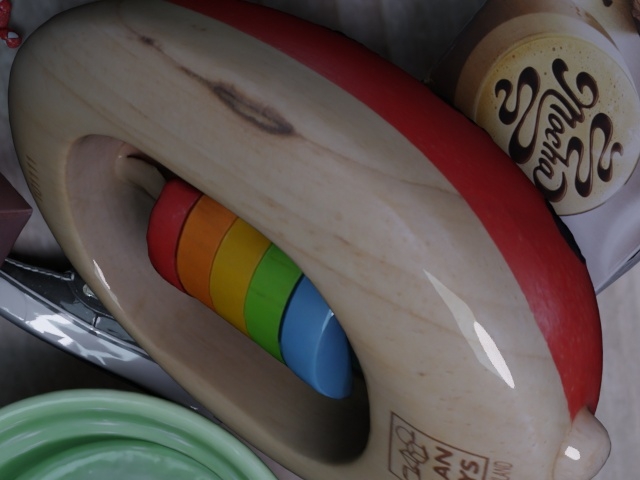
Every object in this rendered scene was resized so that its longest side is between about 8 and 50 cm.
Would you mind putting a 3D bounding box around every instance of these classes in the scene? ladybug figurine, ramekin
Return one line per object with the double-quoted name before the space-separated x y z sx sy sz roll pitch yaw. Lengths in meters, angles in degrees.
"ladybug figurine" 0.000 0.000 1.088 0.449 0.162 0.305 36 147 28
"ramekin" -0.138 0.251 1.220 0.303 0.148 0.303 -1 84 5

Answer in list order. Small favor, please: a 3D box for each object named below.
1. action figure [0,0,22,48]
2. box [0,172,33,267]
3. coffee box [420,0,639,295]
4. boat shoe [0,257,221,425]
"action figure" -0.238 -0.164 1.182 0.115 0.030 0.038 40 106 -17
"box" -0.366 0.090 1.198 0.143 0.191 0.381 42 116 25
"coffee box" 0.200 -0.123 1.057 0.168 0.119 0.297 48 129 9
"boat shoe" -0.150 0.049 1.258 0.219 0.078 0.070 28 80 -4
